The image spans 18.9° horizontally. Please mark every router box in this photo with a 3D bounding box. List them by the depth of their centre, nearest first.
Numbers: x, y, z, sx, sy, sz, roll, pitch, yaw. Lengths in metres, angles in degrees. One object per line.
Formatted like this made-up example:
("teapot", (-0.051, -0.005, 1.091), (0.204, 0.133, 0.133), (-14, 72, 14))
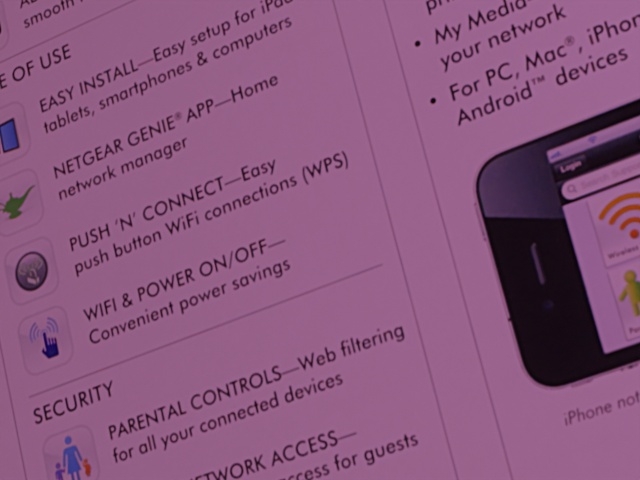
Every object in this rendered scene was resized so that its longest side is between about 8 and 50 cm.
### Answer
("router box", (0.000, 0.000, 0.416), (0.335, 0.082, 0.301), (-20, 72, 23))
